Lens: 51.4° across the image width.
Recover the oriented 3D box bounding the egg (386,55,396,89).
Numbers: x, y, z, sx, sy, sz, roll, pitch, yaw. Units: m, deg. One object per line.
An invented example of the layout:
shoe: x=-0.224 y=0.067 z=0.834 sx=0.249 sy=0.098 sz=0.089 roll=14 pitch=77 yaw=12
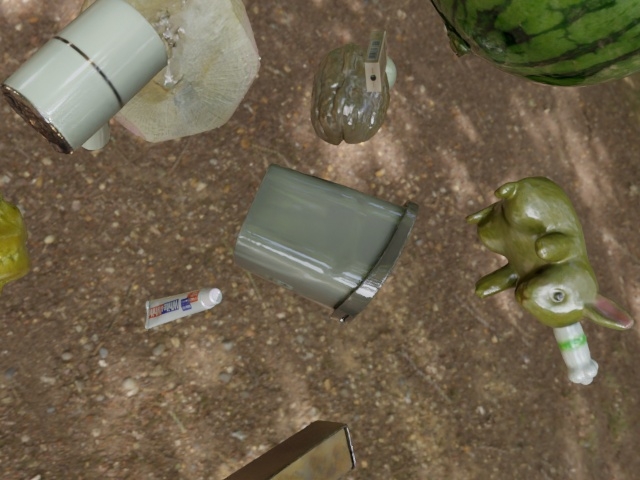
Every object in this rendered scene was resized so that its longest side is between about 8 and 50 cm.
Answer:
egg: x=0.127 y=-0.413 z=1.657 sx=0.114 sy=0.152 sz=0.114 roll=-5 pitch=103 yaw=-22

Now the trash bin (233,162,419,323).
trash bin: x=0.000 y=0.000 z=1.122 sx=0.250 sy=0.220 sz=0.219 roll=23 pitch=72 yaw=-1

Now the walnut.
walnut: x=0.065 y=-0.322 z=1.459 sx=0.178 sy=0.178 sz=0.230 roll=6 pitch=86 yaw=-47

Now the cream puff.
cream puff: x=-0.728 y=0.009 z=1.242 sx=0.257 sy=0.324 sz=0.291 roll=-52 pitch=150 yaw=-48

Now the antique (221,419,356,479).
antique: x=-0.066 y=0.432 z=1.205 sx=0.310 sy=0.087 sz=0.093 roll=-18 pitch=99 yaw=-48

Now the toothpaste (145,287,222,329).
toothpaste: x=-0.230 y=0.108 z=1.084 sx=0.033 sy=0.218 sz=0.052 roll=10 pitch=71 yaw=-41

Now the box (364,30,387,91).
box: x=0.084 y=-0.268 z=0.993 sx=0.053 sy=0.024 sz=0.083 roll=79 pitch=17 yaw=-47

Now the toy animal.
toy animal: x=0.387 y=0.061 z=1.145 sx=0.180 sy=0.181 sz=0.363 roll=-2 pitch=64 yaw=-21

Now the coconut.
coconut: x=-0.323 y=-0.403 z=1.411 sx=0.405 sy=0.405 sz=0.404 roll=27 pitch=51 yaw=-38

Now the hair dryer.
hair dryer: x=-0.356 y=-0.210 z=1.030 sx=0.128 sy=0.362 sz=0.203 roll=41 pitch=72 yaw=-7

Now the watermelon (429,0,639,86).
watermelon: x=0.189 y=-0.265 z=0.627 sx=0.331 sy=0.189 sz=0.331 roll=41 pitch=5 yaw=-5
